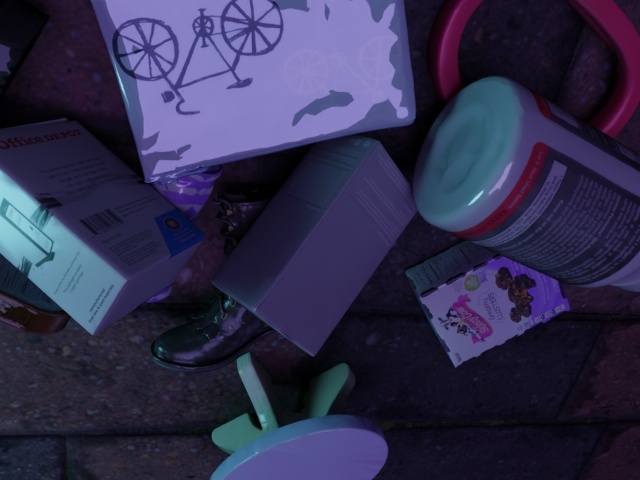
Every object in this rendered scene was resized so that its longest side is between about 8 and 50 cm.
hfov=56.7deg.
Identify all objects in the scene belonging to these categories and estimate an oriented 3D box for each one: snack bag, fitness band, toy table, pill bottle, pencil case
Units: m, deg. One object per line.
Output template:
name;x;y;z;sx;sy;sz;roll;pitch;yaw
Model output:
snack bag;-0.064;-0.249;0.599;0.323;0.037;0.343;-14;110;-5
fitness band;0.265;-0.209;0.725;0.291;0.054;0.209;30;113;-25
toy table;-0.045;0.301;0.903;0.274;0.161;0.252;-18;123;0
pill bottle;0.282;-0.047;0.697;0.318;0.176;0.176;21;114;-23
pencil case;-0.188;-0.019;0.723;0.088;0.086;0.206;-6;132;-50

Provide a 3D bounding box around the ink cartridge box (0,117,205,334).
ink cartridge box;-0.245;-0.023;0.610;0.203;0.148;0.086;41;115;4

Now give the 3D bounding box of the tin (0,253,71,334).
tin;-0.382;0.046;0.707;0.189;0.106;0.040;33;102;-28

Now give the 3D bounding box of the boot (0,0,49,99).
boot;-0.454;-0.160;0.549;0.260;0.131;0.348;31;105;-30

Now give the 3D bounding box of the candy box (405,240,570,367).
candy box;0.249;0.075;0.880;0.196;0.070;0.165;-28;123;5

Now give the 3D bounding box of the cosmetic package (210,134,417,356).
cosmetic package;0.000;0.000;0.699;0.238;0.107;0.127;-50;132;-10

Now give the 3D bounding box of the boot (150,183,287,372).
boot;-0.109;0.037;0.769;0.263;0.091;0.229;-17;124;-20
